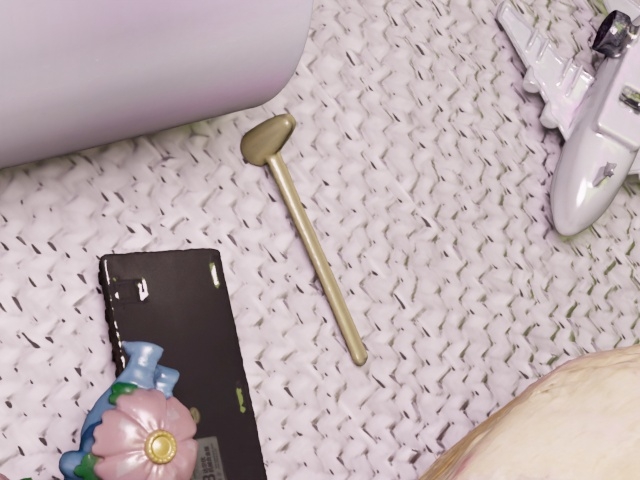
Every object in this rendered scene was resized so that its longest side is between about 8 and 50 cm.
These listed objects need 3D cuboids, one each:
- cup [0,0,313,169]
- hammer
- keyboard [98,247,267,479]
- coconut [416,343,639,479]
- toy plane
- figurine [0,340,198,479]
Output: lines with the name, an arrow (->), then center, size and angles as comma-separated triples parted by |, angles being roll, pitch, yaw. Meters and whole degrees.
cup -> -0.205, -0.167, 0.770 | 0.371, 0.253, 0.253 | -19, 83, -31
hammer -> 0.000, 0.000, 0.948 | 0.028, 0.060, 0.195 | -24, 90, -33
keyboard -> -0.084, 0.160, 0.860 | 0.106, 0.027, 0.317 | -4, 75, -34
coconut -> 0.243, 0.240, 0.807 | 0.404, 0.404, 0.405 | 10, 69, -26
toy plane -> 0.252, -0.114, 1.096 | 0.251, 0.101, 0.255 | 29, 61, -4
figurine -> -0.135, 0.155, 0.784 | 0.114, 0.144, 0.178 | 41, 56, -53
